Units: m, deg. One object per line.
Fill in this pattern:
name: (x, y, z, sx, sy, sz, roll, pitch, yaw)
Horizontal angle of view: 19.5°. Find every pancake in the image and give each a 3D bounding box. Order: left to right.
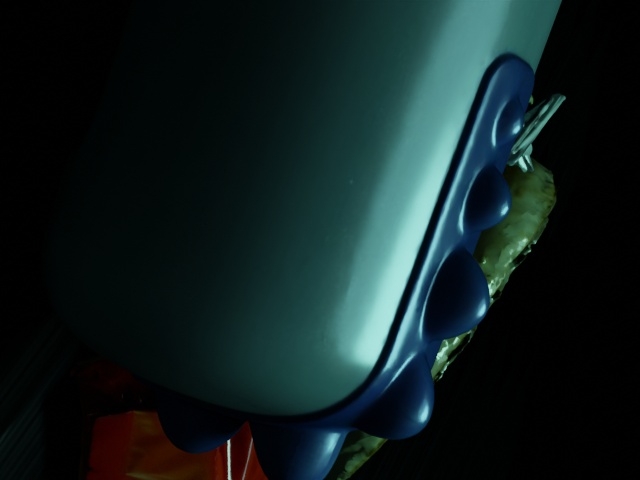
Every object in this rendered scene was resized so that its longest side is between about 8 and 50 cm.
pancake: (0.097, 0.070, 1.835, 0.387, 0.082, 0.387, -56, -176, 6)

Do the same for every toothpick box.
toothpick box: (-0.008, -0.046, 1.039, 0.263, 0.263, 0.354, 17, 93, -77)

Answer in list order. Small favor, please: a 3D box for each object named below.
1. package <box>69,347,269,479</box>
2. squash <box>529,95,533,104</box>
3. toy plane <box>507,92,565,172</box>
package: (-0.048, 0.076, 1.338, 0.423, 0.123, 0.196, -52, 159, -52)
squash: (0.104, -0.141, 1.713, 0.169, 0.093, 0.252, 67, 31, -22)
toy plane: (0.052, -0.091, 1.245, 0.107, 0.273, 0.182, 60, 43, -41)
